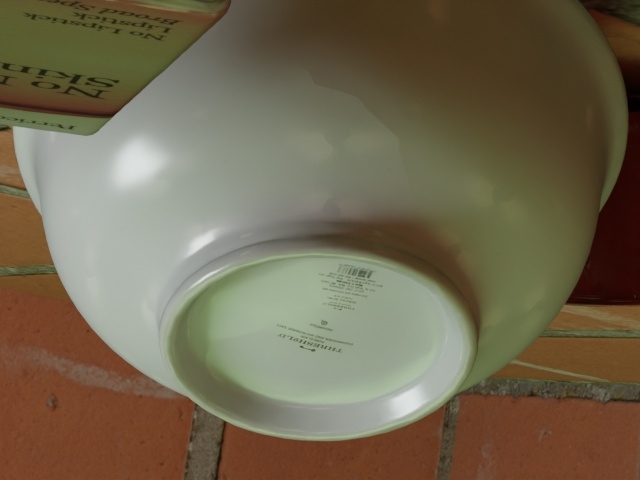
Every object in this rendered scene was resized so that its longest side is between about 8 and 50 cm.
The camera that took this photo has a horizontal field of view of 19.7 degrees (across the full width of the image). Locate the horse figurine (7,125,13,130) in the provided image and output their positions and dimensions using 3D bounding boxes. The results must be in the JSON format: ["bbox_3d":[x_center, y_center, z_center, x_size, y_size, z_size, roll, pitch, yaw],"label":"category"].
[{"bbox_3d":[-0.167,-0.097,1.087,0.174,0.066,0.263,23,162,-40],"label":"horse figurine"}]

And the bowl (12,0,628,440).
[{"bbox_3d":[0.000,0.000,0.856,0.297,0.134,0.298,0,140,0],"label":"bowl"}]

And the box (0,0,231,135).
[{"bbox_3d":[-0.118,-0.123,0.623,0.148,0.127,0.232,9,171,-15],"label":"box"}]

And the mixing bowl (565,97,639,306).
[{"bbox_3d":[0.164,-0.027,1.031,0.181,0.098,0.181,-2,-170,0],"label":"mixing bowl"}]
